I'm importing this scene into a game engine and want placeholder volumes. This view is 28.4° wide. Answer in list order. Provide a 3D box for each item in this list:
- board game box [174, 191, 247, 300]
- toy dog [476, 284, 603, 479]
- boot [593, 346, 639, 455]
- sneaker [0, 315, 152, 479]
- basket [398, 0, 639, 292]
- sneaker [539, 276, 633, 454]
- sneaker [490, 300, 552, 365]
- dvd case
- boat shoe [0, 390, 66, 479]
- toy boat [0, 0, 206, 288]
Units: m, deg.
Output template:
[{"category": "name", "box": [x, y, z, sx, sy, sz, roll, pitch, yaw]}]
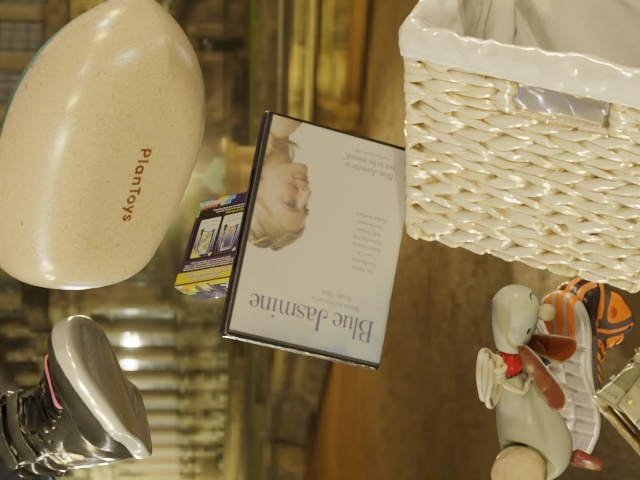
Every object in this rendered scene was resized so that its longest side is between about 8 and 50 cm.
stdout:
[{"category": "board game box", "box": [-0.109, 0.003, 1.722, 0.048, 0.170, 0.141, 36, -123, -39]}, {"category": "toy dog", "box": [0.342, 0.241, 1.901, 0.220, 0.161, 0.333, -69, -27, -47]}, {"category": "boot", "box": [0.363, 0.118, 1.384, 0.213, 0.165, 0.077, 57, 167, -14]}, {"category": "sneaker", "box": [-0.258, 0.164, 1.220, 0.295, 0.147, 0.104, 83, 173, -66]}, {"category": "basket", "box": [0.278, -0.160, 1.328, 0.331, 0.328, 0.266, -58, -23, -45]}, {"category": "sneaker", "box": [0.451, 0.204, 2.103, 0.180, 0.125, 0.321, -27, -56, -43]}, {"category": "sneaker", "box": [0.327, 0.141, 2.011, 0.135, 0.058, 0.052, 48, 134, 17]}, {"category": "dvd case", "box": [0.000, 0.000, 1.376, 0.022, 0.180, 0.253, 156, 126, -70]}, {"category": "boat shoe", "box": [-0.329, 0.265, 1.475, 0.258, 0.089, 0.109, 58, 171, 48]}, {"category": "toy boat", "box": [-0.241, -0.093, 1.039, 0.148, 0.318, 0.267, 34, 108, 38]}]
